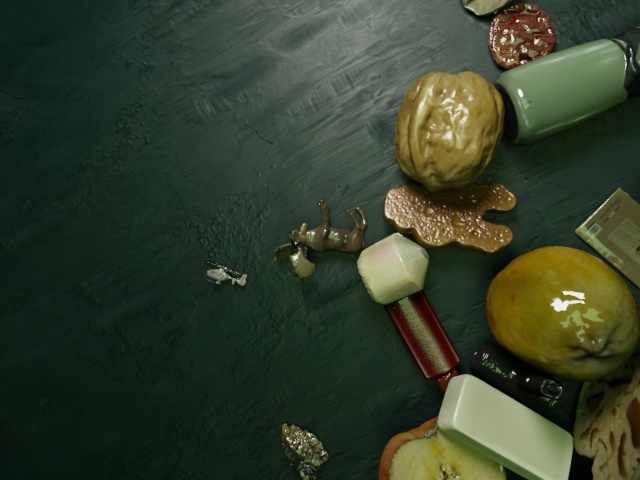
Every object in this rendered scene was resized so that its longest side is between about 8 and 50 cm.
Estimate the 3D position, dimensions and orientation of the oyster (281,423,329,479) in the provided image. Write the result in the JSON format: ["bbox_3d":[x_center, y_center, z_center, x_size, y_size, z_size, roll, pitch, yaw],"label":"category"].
[{"bbox_3d":[-0.051,0.533,1.255,0.148,0.051,0.103,41,92,14],"label":"oyster"}]

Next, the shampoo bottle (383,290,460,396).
[{"bbox_3d":[0.256,0.245,1.176,0.102,0.064,0.260,-30,90,5],"label":"shampoo bottle"}]

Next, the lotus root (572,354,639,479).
[{"bbox_3d":[0.679,0.412,1.010,0.250,0.316,0.316,25,98,-3],"label":"lotus root"}]

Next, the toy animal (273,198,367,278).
[{"bbox_3d":[0.000,0.000,1.182,0.215,0.093,0.185,11,104,-1],"label":"toy animal"}]

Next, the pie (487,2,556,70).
[{"bbox_3d":[0.448,-0.452,1.105,0.154,0.038,0.153,0,92,8],"label":"pie"}]

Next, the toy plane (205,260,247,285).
[{"bbox_3d":[-0.246,0.090,1.258,0.121,0.031,0.049,20,89,9],"label":"toy plane"}]

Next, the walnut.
[{"bbox_3d":[0.268,-0.230,1.057,0.225,0.257,0.256,15,98,40],"label":"walnut"}]

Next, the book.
[{"bbox_3d":[0.698,-0.004,1.113,0.199,0.016,0.138,43,99,3],"label":"book"}]

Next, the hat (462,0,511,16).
[{"bbox_3d":[0.400,-0.589,1.082,0.147,0.085,0.175,7,71,44],"label":"hat"}]

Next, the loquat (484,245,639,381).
[{"bbox_3d":[0.493,0.148,1.025,0.276,0.284,0.275,-1,111,-4],"label":"loquat"}]

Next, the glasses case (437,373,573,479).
[{"bbox_3d":[0.417,0.429,1.107,0.313,0.070,0.131,31,62,-8],"label":"glasses case"}]

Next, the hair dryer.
[{"bbox_3d":[0.449,0.301,1.063,0.197,0.251,0.089,31,82,7],"label":"hair dryer"}]

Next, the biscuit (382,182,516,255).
[{"bbox_3d":[0.293,-0.063,1.135,0.295,0.044,0.185,11,70,9],"label":"biscuit"}]

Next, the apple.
[{"bbox_3d":[0.255,0.538,1.141,0.293,0.163,0.251,-15,77,-23],"label":"apple"}]

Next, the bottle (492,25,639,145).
[{"bbox_3d":[0.553,-0.333,1.035,0.347,0.168,0.168,-21,91,7],"label":"bottle"}]

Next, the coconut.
[{"bbox_3d":[0.175,0.061,1.135,0.153,0.147,0.147,-29,90,17],"label":"coconut"}]
